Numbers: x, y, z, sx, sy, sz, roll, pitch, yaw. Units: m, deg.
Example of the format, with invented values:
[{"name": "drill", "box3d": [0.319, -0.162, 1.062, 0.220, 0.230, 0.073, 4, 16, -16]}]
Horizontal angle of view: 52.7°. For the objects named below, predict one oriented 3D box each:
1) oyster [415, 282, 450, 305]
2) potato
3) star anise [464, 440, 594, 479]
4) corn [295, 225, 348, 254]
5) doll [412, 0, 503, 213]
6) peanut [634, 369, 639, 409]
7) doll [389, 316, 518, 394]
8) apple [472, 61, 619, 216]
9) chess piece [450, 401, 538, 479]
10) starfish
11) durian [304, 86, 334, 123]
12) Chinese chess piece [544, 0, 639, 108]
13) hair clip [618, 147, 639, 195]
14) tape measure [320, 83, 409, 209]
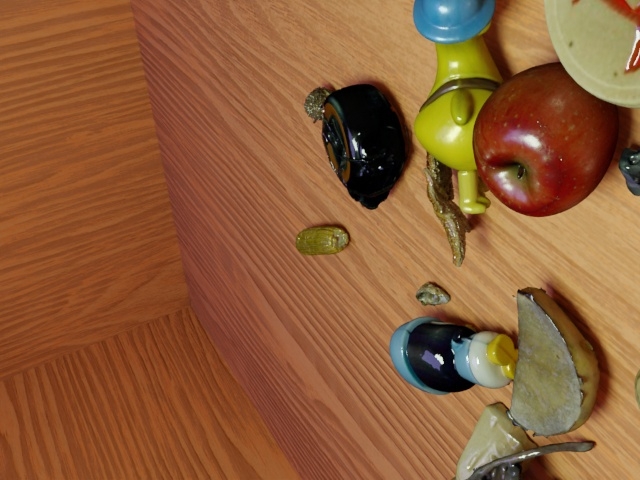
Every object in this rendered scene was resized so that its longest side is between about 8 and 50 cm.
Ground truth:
[{"name": "oyster", "box3d": [0.236, 0.113, 1.331, 0.083, 0.038, 0.081, 8, 148, 34]}, {"name": "potato", "box3d": [0.372, 0.191, 0.994, 0.138, 0.098, 0.243, 28, 128, 52]}, {"name": "star anise", "box3d": [0.352, 0.496, 1.176, 0.316, 0.359, 0.139, 58, -161, -28]}, {"name": "corn", "box3d": [0.000, 0.000, 1.676, 0.238, 0.080, 0.080, -8, 102, 64]}, {"name": "doll", "box3d": [0.203, -0.223, 0.939, 0.199, 0.145, 0.363, -74, -25, -58]}, {"name": "peanut", "box3d": [0.471, 0.196, 0.762, 0.197, 0.110, 0.233, 56, 154, 40]}, {"name": "doll", "box3d": [0.248, 0.222, 1.246, 0.177, 0.141, 0.314, 44, 151, -21]}, {"name": "apple", "box3d": [0.285, -0.127, 0.818, 0.181, 0.168, 0.181, 39, 147, 31]}, {"name": "chess piece", "box3d": [0.337, 0.462, 1.300, 0.137, 0.137, 0.301, 46, 137, 43]}, {"name": "starfish", "box3d": [0.204, -0.073, 1.070, 0.240, 0.043, 0.228, 33, -138, -63]}, {"name": "durian", "box3d": [0.001, -0.294, 1.420, 0.080, 0.080, 0.091, 53, 130, 33]}, {"name": "Chinese chess piece", "box3d": [0.347, -0.261, 0.661, 0.250, 0.103, 0.250, 46, 146, 44]}, {"name": "hair clip", "box3d": [0.424, -0.064, 0.726, 0.195, 0.052, 0.124, 37, 147, 44]}, {"name": "tape measure", "box3d": [0.078, -0.194, 1.265, 0.202, 0.135, 0.223, 104, 145, -67]}]
